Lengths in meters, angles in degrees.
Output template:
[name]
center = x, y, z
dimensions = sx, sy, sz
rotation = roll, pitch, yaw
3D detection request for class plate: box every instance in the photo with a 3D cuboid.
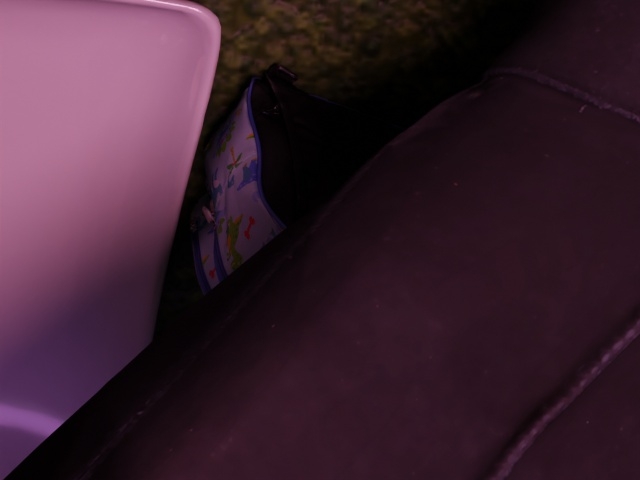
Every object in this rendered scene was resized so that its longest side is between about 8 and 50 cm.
[plate]
center = -0.201, -0.010, 0.712
dimensions = 0.277, 0.045, 0.278
rotation = 7, 126, -11

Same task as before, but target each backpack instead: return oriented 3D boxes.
[backpack]
center = 0.000, 0.000, 0.694
dimensions = 0.105, 0.114, 0.084
rotation = 21, 122, -21

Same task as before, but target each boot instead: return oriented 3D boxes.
[boot]
center = 0.096, 0.129, 0.599
dimensions = 0.367, 0.445, 0.146
rotation = 49, 154, -14
